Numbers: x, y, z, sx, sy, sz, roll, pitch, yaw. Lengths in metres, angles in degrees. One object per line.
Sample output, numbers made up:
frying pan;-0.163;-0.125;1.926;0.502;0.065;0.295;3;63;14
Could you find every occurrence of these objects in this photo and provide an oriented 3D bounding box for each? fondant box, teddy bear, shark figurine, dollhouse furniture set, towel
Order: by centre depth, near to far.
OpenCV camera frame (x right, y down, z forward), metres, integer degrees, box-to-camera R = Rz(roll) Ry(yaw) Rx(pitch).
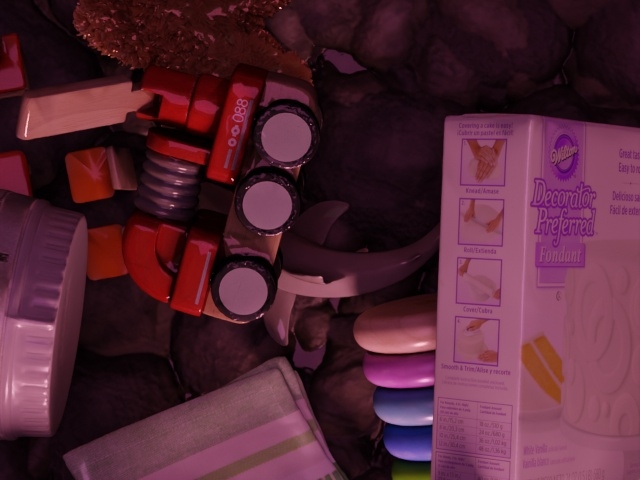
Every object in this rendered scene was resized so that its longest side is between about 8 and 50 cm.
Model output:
fondant box;0.209;0.057;1.614;0.096;0.238;0.330;1;90;39
towel;-0.054;0.289;1.646;0.248;0.038;0.325;-23;76;-29
dollhouse furniture set;-0.314;-0.058;1.686;0.262;0.135;0.259;-10;90;3
shark figurine;0.025;0.015;1.687;0.278;0.116;0.166;-6;92;4
teddy bear;-0.120;-0.241;1.703;0.245;0.113;0.338;-41;81;-4

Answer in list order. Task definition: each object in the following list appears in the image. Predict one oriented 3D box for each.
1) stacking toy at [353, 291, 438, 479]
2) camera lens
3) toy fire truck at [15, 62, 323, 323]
stacking toy;0.125;0.219;1.683;0.141;0.141;0.330;-10;97;3
camera lens;-0.353;0.055;1.553;0.274;0.219;0.219;8;91;-2
toy fire truck;-0.137;-0.056;1.557;0.246;0.158;0.217;16;104;-1
